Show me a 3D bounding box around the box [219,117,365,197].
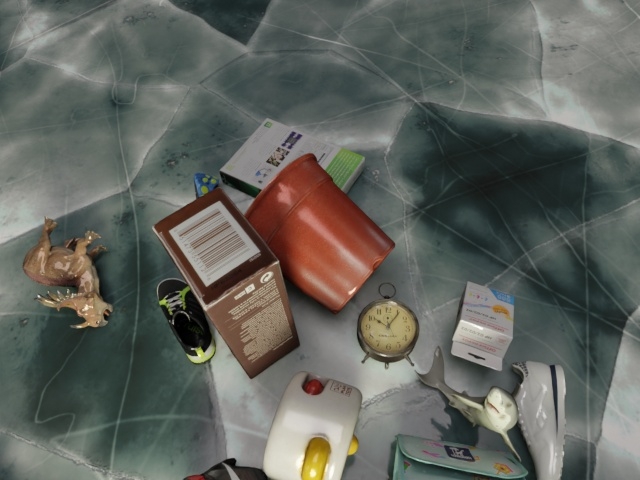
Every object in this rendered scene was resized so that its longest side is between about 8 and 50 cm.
[{"bbox_3d":[-0.074,-0.189,1.247,0.322,0.058,0.232,25,62,19],"label":"box"}]

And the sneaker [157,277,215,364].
[{"bbox_3d":[-0.293,0.160,1.009,0.084,0.097,0.235,-31,61,-16],"label":"sneaker"}]

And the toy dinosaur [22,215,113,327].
[{"bbox_3d":[-0.607,0.070,1.071,0.295,0.127,0.200,16,66,19],"label":"toy dinosaur"}]

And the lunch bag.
[{"bbox_3d":[0.228,0.443,0.764,0.223,0.160,0.262,6,31,8],"label":"lunch bag"}]

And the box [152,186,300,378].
[{"bbox_3d":[-0.158,0.101,0.874,0.143,0.381,0.191,-34,62,-15],"label":"box"}]

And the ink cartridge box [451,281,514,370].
[{"bbox_3d":[0.337,0.171,0.954,0.104,0.061,0.181,18,34,13],"label":"ink cartridge box"}]

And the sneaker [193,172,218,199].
[{"bbox_3d":[-0.299,-0.112,1.197,0.067,0.078,0.188,9,38,-26],"label":"sneaker"}]

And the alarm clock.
[{"bbox_3d":[0.144,0.178,0.999,0.129,0.064,0.192,3,60,5],"label":"alarm clock"}]

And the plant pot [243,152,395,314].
[{"bbox_3d":[0.000,0.000,1.004,0.265,0.272,0.272,40,66,7],"label":"plant pot"}]

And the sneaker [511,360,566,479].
[{"bbox_3d":[0.412,0.346,0.880,0.095,0.090,0.235,3,53,19],"label":"sneaker"}]

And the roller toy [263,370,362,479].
[{"bbox_3d":[-0.003,0.341,0.823,0.146,0.209,0.191,15,54,11],"label":"roller toy"}]

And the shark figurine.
[{"bbox_3d":[0.306,0.288,0.860,0.116,0.278,0.166,-38,96,-14],"label":"shark figurine"}]

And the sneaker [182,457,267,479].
[{"bbox_3d":[-0.111,0.464,0.781,0.276,0.098,0.135,19,27,35],"label":"sneaker"}]
